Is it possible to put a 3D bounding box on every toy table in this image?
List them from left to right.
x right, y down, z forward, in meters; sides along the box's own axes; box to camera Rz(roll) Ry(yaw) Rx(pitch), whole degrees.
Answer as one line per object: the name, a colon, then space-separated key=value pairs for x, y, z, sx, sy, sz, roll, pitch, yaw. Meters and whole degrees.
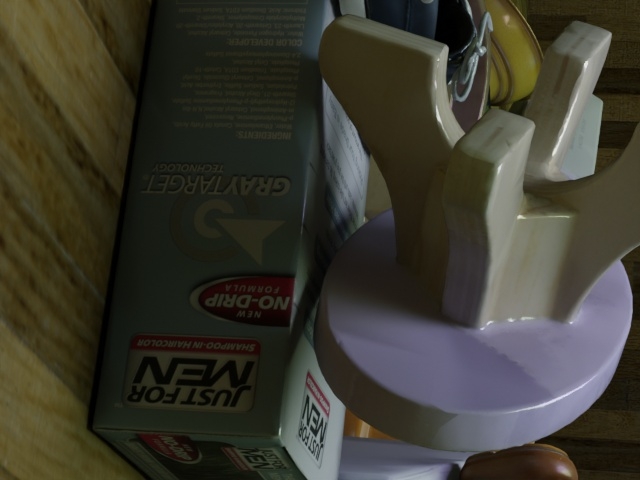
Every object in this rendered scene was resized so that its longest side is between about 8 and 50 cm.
toy table: x=0.106 y=-0.017 z=1.001 sx=0.274 sy=0.252 sz=0.161 roll=-69 pitch=172 yaw=-62

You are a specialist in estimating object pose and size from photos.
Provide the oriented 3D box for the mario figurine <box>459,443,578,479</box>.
mario figurine: x=0.157 y=0.302 z=1.139 sx=0.170 sy=0.198 sz=0.320 roll=-32 pitch=-137 yaw=47

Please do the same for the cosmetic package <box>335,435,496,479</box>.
cosmetic package: x=0.013 y=0.374 z=1.236 sx=0.230 sy=0.161 sz=0.453 roll=5 pitch=88 yaw=-67

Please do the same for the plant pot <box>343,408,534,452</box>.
plant pot: x=0.100 y=0.129 z=1.546 sx=0.205 sy=0.188 sz=0.205 roll=17 pitch=90 yaw=-78

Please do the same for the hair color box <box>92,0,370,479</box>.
hair color box: x=-0.040 y=-0.036 z=1.103 sx=0.185 sy=0.113 sz=0.374 roll=64 pitch=30 yaw=-66

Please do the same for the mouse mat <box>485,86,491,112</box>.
mouse mat: x=0.111 y=-0.112 z=1.828 sx=0.007 sy=0.152 sz=0.190 roll=56 pitch=-13 yaw=38

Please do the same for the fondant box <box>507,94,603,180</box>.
fondant box: x=0.192 y=-0.003 z=1.983 sx=0.330 sy=0.096 sz=0.238 roll=-62 pitch=-178 yaw=29

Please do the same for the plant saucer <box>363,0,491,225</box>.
plant saucer: x=0.079 y=-0.138 z=1.662 sx=0.278 sy=0.041 sz=0.278 roll=-30 pitch=127 yaw=-50

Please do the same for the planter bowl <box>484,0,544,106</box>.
planter bowl: x=0.127 y=-0.203 z=1.868 sx=0.090 sy=0.217 sz=0.217 roll=-45 pitch=152 yaw=-17

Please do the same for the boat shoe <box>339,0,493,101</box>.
boat shoe: x=0.063 y=-0.134 z=1.109 sx=0.254 sy=0.079 sz=0.095 roll=75 pitch=20 yaw=-51
